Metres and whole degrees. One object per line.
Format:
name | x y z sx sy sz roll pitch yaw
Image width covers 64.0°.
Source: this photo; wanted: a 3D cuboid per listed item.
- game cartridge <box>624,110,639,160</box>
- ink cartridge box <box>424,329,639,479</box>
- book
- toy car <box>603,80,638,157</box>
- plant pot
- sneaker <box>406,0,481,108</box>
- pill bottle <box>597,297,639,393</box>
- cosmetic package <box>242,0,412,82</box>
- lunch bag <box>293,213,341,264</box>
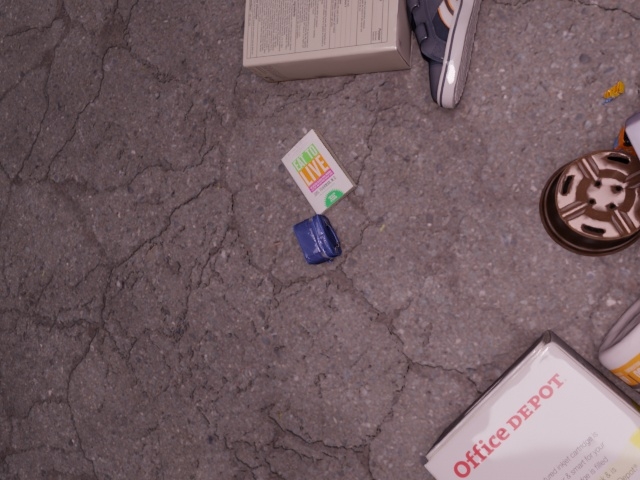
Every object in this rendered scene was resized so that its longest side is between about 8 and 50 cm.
game cartridge | 0.475 -0.083 0.668 0.062 0.297 0.197 -22 81 38
ink cartridge box | 0.397 0.364 0.760 0.385 0.160 0.279 44 104 18
book | -0.004 -0.135 1.022 0.096 0.035 0.144 -39 75 21
toy car | 0.487 -0.187 0.818 0.040 0.060 0.121 144 132 -62
plant pot | 0.415 -0.058 0.764 0.167 0.165 0.166 -1 89 24
sneaker | 0.207 -0.383 0.888 0.128 0.126 0.320 9 81 19
pill bottle | 0.552 0.196 0.699 0.278 0.162 0.162 40 103 20
cosmetic package | 0.013 -0.405 0.977 0.310 0.113 0.160 4 90 23
lunch bag | 0.000 0.000 0.993 0.065 0.067 0.098 -27 79 21
